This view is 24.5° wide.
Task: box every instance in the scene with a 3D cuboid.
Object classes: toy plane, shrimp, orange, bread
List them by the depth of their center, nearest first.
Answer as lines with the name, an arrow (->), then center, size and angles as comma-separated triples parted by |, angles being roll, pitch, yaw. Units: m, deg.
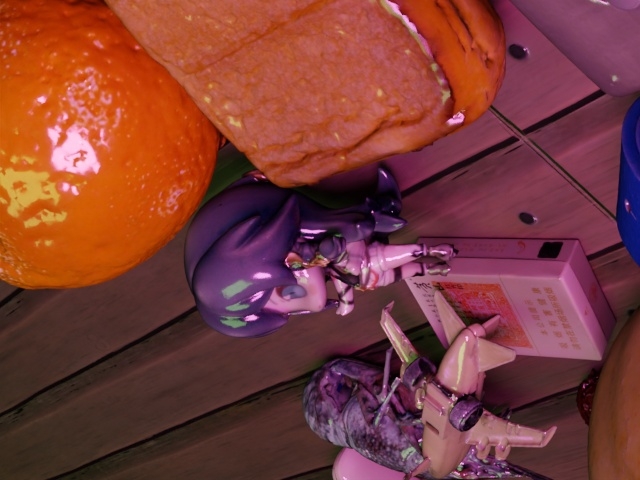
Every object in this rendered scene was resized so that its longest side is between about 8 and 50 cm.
bread -> -0.018, -0.218, 1.328 | 0.328, 0.148, 0.337 | 46, 146, -17
orange -> -0.279, -0.106, 1.523 | 0.341, 0.293, 0.340 | 29, 151, 18
toy plane -> 0.148, 0.179, 1.630 | 0.242, 0.104, 0.256 | 37, 131, 28
shrimp -> 0.121, 0.215, 1.793 | 0.372, 0.137, 0.172 | 4, 157, 35

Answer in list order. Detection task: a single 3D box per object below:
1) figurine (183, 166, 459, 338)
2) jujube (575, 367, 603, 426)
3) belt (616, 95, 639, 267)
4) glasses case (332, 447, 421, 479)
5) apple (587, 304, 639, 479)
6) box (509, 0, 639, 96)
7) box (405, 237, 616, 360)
figurine -> -0.012, 0.007, 1.555 | 0.197, 0.265, 0.175 | -127, 25, -46
jujube -> 0.352, 0.181, 1.624 | 0.104, 0.104, 0.166 | 38, 151, -13
belt -> 0.410, -0.020, 1.203 | 0.347, 0.212, 0.117 | 20, 144, 22
glasses case -> 0.103, 0.358, 2.064 | 0.204, 0.081, 0.051 | 41, 147, -14
apple -> 0.425, 0.188, 1.375 | 0.357, 0.357, 0.357 | 20, 146, 14
box -> 0.218, -0.256, 1.071 | 0.290, 0.166, 0.221 | 41, 145, -19
box -> 0.205, 0.062, 1.607 | 0.201, 0.058, 0.141 | 3, 139, 36
